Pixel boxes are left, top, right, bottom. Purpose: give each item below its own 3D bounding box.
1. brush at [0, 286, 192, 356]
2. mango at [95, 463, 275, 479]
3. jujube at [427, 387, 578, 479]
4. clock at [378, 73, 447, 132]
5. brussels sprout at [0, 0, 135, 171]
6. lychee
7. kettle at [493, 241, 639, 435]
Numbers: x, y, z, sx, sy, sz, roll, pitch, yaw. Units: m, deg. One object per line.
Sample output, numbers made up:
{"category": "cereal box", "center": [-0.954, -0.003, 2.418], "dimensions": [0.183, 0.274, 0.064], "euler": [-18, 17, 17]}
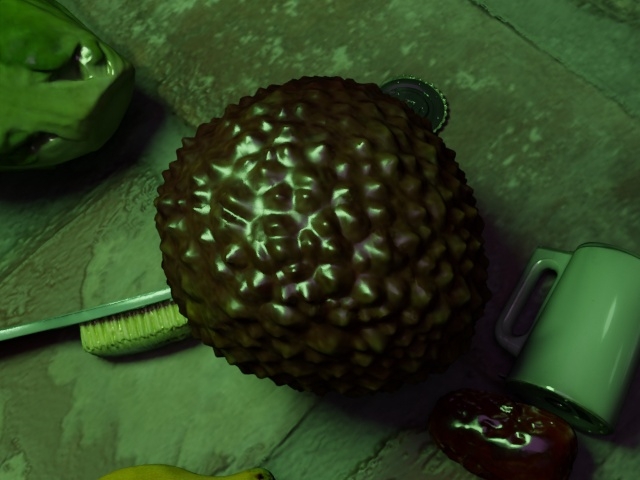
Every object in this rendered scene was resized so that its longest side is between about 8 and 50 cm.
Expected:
{"category": "brush", "center": [-0.236, 0.093, 0.788], "dimensions": [0.297, 0.068, 0.060], "euler": [-13, 91, 7]}
{"category": "mango", "center": [-0.131, 0.248, 0.707], "dimensions": [0.190, 0.075, 0.098], "euler": [-3, 79, 0]}
{"category": "jujube", "center": [0.156, 0.174, 0.693], "dimensions": [0.129, 0.077, 0.077], "euler": [15, 74, 19]}
{"category": "clock", "center": [0.094, -0.141, 0.844], "dimensions": [0.083, 0.010, 0.074], "euler": [23, 75, 15]}
{"category": "brussels sprout", "center": [-0.334, -0.165, 0.809], "dimensions": [0.271, 0.219, 0.210], "euler": [15, 90, -7]}
{"category": "lychee", "center": [0.000, 0.000, 0.665], "dimensions": [0.304, 0.276, 0.276], "euler": [35, 78, 36]}
{"category": "kettle", "center": [0.232, 0.084, 0.714], "dimensions": [0.098, 0.127, 0.148], "euler": [34, 74, -16]}
